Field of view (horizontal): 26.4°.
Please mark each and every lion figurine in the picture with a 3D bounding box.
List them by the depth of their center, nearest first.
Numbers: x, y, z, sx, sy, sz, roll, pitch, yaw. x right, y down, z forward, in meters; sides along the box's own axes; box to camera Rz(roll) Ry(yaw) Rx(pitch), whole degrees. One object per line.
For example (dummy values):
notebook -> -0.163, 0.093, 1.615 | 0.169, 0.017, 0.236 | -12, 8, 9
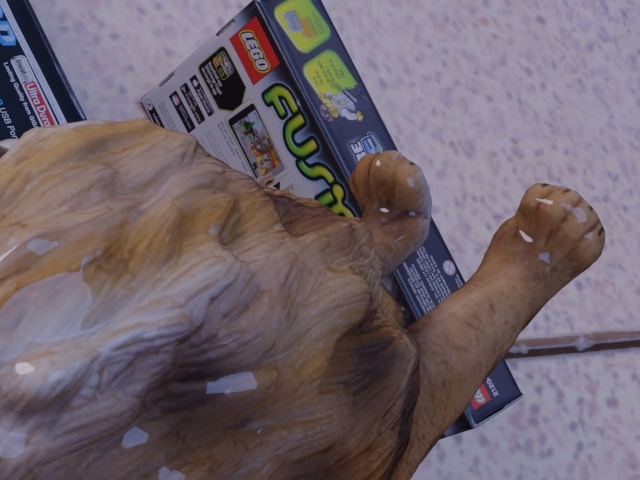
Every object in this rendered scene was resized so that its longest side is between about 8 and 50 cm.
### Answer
lion figurine -> -0.019, 0.113, 0.469 | 0.240, 0.142, 0.392 | -39, 135, -36

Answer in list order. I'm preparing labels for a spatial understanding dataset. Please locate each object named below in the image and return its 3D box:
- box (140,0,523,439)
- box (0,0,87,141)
box -> 0.000, 0.000, 0.629 | 0.036, 0.114, 0.207 | -25, 87, -39
box -> -0.214, -0.099, 0.556 | 0.175, 0.051, 0.220 | -24, 86, -38
